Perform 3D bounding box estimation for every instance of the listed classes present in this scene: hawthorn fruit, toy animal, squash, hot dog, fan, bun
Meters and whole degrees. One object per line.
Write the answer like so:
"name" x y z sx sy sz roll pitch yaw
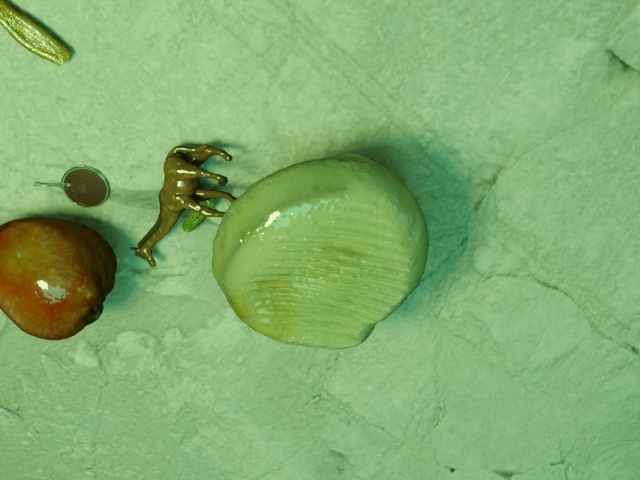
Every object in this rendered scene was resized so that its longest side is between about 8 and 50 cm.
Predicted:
"hawthorn fruit" -0.491 0.050 1.446 0.262 0.210 0.210 24 119 -4
"toy animal" -0.243 -0.055 1.445 0.229 0.066 0.224 2 112 24
"squash" -0.217 -0.045 1.479 0.027 0.027 0.083 33 118 -17
"hot dog" -0.458 -0.324 1.315 0.137 0.028 0.044 35 90 -21
"fan" -0.436 -0.095 1.468 0.133 0.005 0.085 3 122 -1
"bun" 0.000 0.000 1.385 0.365 0.219 0.365 -7 130 -9
